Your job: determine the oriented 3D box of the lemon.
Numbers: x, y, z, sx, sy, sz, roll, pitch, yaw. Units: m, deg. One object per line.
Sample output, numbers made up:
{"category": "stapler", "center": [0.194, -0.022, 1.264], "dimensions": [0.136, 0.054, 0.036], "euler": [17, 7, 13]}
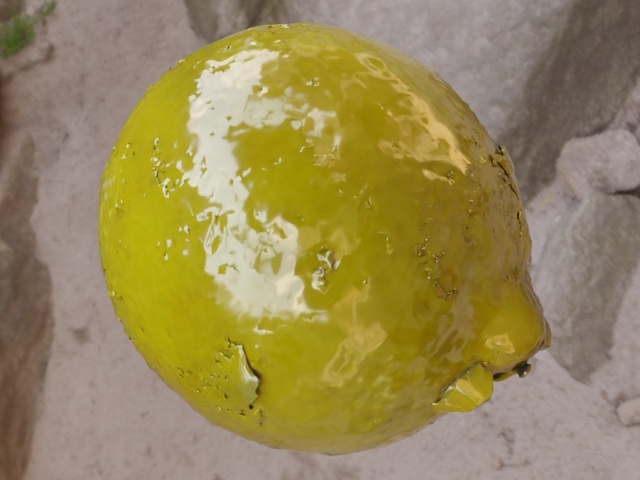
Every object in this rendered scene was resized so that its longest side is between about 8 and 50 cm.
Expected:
{"category": "lemon", "center": [0.000, 0.000, 0.387], "dimensions": [0.206, 0.173, 0.173], "euler": [32, 92, 29]}
